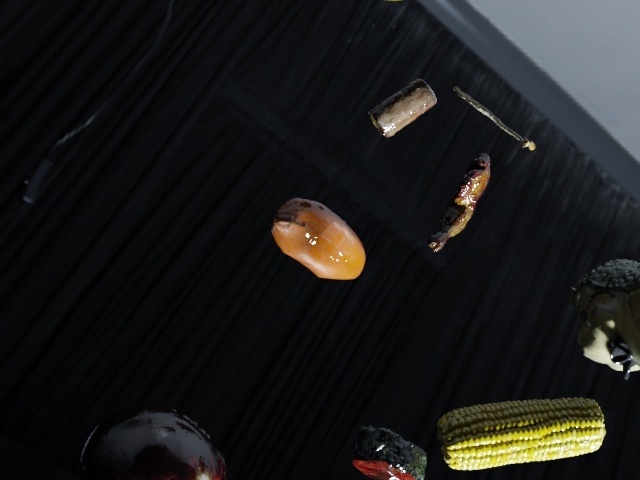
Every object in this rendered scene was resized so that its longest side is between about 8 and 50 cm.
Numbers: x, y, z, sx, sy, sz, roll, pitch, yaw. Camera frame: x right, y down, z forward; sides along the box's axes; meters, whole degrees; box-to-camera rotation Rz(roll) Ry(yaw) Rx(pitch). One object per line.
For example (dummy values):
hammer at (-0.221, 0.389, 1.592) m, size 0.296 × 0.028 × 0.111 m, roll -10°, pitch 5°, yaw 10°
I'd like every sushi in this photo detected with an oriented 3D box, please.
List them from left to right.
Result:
sushi at (0.192, 0.597, 1.846) m, size 0.225 × 0.126 × 0.136 m, roll 43°, pitch 144°, yaw -25°

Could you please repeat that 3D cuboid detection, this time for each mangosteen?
mangosteen at (-0.277, 0.378, 1.019) m, size 0.236 × 0.261 × 0.235 m, roll 38°, pitch 161°, yaw 15°

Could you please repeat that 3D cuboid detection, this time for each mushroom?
mushroom at (0.397, -0.285, 1.561) m, size 0.286 × 0.026 × 0.028 m, roll 53°, pitch 164°, yaw 41°

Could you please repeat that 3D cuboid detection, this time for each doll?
doll at (0.586, 0.144, 1.151) m, size 0.247 × 0.247 × 0.349 m, roll 45°, pitch 177°, yaw -27°

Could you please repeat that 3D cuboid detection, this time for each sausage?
sausage at (0.002, 0.000, 1.386) m, size 0.133 × 0.133 × 0.258 m, roll 8°, pitch 158°, yaw 41°

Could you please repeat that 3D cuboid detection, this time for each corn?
corn at (0.299, 0.286, 1.012) m, size 0.244 × 0.093 × 0.093 m, roll -8°, pitch 151°, yaw -2°

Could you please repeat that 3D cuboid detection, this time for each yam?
yam at (0.177, -0.290, 1.479) m, size 0.079 × 0.141 × 0.079 m, roll 54°, pitch 178°, yaw 3°

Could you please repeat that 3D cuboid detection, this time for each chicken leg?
chicken leg at (0.393, -0.103, 1.890) m, size 0.083 × 0.322 × 0.177 m, roll 28°, pitch 180°, yaw 14°
